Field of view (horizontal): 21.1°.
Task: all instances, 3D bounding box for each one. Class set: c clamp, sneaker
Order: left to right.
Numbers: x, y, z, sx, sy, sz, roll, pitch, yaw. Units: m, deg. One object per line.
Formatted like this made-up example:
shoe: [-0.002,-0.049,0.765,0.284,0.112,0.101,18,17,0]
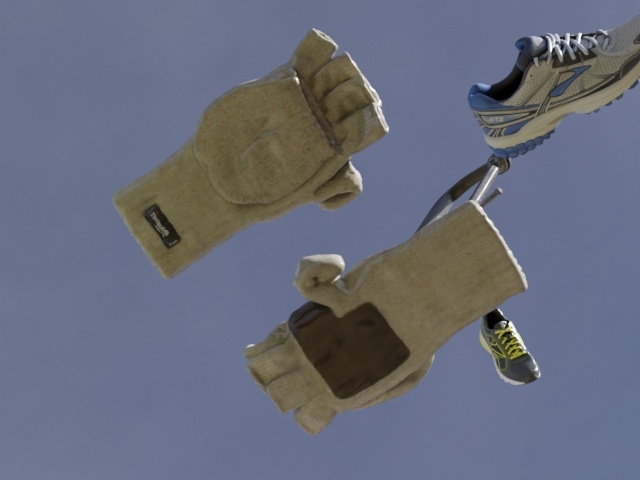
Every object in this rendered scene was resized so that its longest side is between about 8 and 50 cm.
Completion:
c clamp: [0.139,-0.038,1.605,0.022,0.160,0.137,46,-59,-8]
sneaker: [0.153,0.087,1.421,0.031,0.083,0.035,-24,-50,-13]
sneaker: [0.150,-0.106,1.065,0.135,0.052,0.058,-34,-69,18]

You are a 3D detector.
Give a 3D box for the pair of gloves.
pair of gloves: [0.000,0.000,1.185,0.204,0.042,0.240,-41,-91,15]
